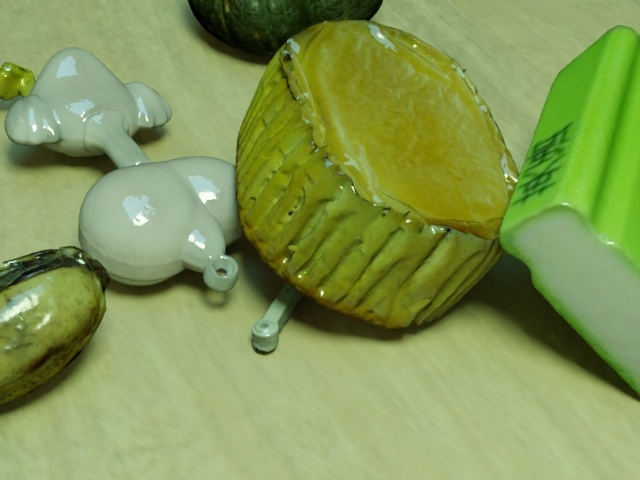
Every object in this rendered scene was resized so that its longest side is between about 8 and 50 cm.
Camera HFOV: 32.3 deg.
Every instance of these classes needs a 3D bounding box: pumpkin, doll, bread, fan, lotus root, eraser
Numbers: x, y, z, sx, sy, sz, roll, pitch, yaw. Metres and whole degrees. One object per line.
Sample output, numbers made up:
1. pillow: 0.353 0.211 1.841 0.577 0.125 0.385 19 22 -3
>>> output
1. pumpkin: -0.037 -0.294 1.203 0.224 0.157 0.223 -5 39 4
2. doll: -0.175 -0.073 0.982 0.160 0.094 0.365 -12 45 -34
3. bread: 0.047 -0.055 0.916 0.227 0.142 0.253 15 45 -28
4. fan: 0.000 0.000 0.972 0.057 0.023 0.282 24 42 11
5. lotus root: -0.271 0.081 0.793 0.258 0.097 0.110 -19 10 -15
6. eraser: 0.261 -0.031 0.910 0.210 0.092 0.274 44 42 -16
